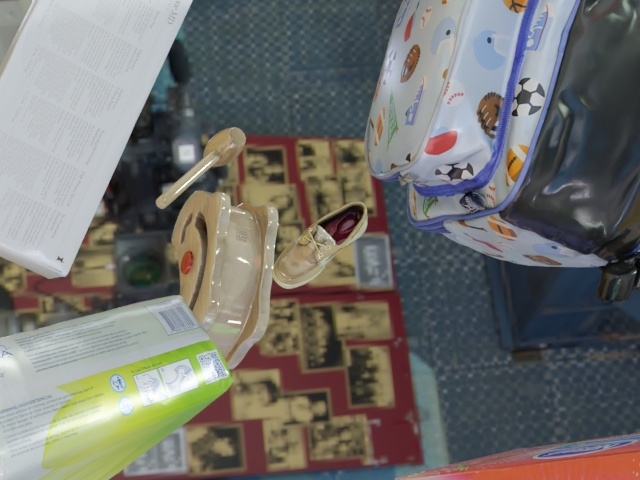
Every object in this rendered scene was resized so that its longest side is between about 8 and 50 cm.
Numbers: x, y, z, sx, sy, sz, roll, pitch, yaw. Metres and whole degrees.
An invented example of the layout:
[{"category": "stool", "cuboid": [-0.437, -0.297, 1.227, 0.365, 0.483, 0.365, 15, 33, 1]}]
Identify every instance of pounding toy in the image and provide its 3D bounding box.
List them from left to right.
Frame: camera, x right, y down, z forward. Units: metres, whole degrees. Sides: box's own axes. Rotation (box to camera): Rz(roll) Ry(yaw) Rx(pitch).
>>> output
[{"category": "pounding toy", "cuboid": [-0.151, 0.008, 1.269, 0.154, 0.155, 0.269, -29, -129, 56]}]

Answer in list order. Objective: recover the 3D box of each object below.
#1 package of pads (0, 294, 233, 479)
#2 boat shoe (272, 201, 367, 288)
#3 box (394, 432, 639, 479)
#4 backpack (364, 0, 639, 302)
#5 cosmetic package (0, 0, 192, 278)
[{"category": "package of pads", "cuboid": [-0.242, 0.161, 0.807, 0.296, 0.229, 0.101, -40, -106, 35]}, {"category": "boat shoe", "cuboid": [0.000, 0.000, 1.188, 0.050, 0.135, 0.045, 42, -25, 13]}, {"category": "box", "cuboid": [0.169, 0.164, 0.542, 0.257, 0.123, 0.128, -22, -106, 51]}, {"category": "backpack", "cuboid": [0.148, -0.101, 0.792, 0.263, 0.213, 0.276, 133, -22, -79]}, {"category": "cosmetic package", "cuboid": [-0.180, -0.101, 0.754, 0.060, 0.099, 0.239, -12, -127, 64]}]
